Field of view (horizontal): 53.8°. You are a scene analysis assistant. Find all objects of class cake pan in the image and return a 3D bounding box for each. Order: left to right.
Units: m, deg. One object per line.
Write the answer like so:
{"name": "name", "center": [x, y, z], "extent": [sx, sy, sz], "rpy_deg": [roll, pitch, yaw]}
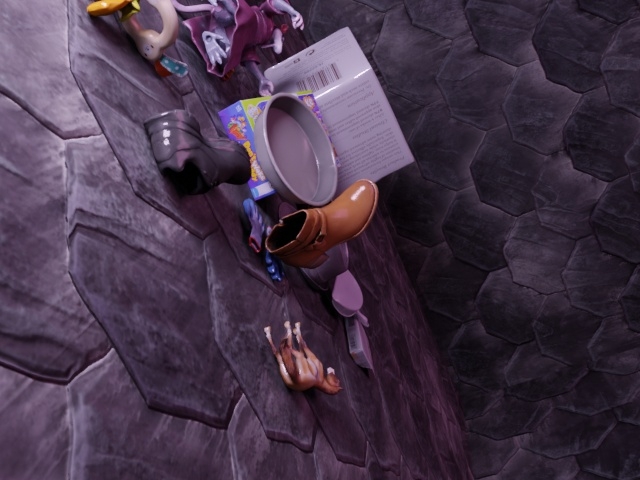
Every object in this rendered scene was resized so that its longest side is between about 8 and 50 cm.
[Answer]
{"name": "cake pan", "center": [-0.061, -0.217, 1.557], "extent": [0.293, 0.054, 0.293], "rpy_deg": [31, 50, -45]}

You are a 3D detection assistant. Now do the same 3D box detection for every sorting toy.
{"name": "sorting toy", "center": [-0.251, -0.468, 1.654], "extent": [0.061, 0.042, 0.102], "rpy_deg": [3, 66, -75]}

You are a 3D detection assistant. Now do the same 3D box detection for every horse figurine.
{"name": "horse figurine", "center": [-0.041, 0.258, 1.344], "extent": [0.174, 0.066, 0.263], "rpy_deg": [66, 10, 16]}

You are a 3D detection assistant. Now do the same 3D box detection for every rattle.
{"name": "rattle", "center": [-0.328, -0.359, 1.159], "extent": [0.142, 0.130, 0.199], "rpy_deg": [-79, 174, -46]}

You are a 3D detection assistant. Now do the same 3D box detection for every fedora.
{"name": "fedora", "center": [0.000, 0.000, 1.750], "extent": [0.244, 0.124, 0.275], "rpy_deg": [-40, 108, -76]}

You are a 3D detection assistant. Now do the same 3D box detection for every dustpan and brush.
{"name": "dustpan and brush", "center": [0.093, 0.185, 1.863], "extent": [0.211, 0.060, 0.147], "rpy_deg": [43, 38, -24]}

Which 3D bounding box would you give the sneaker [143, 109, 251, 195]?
{"name": "sneaker", "center": [-0.224, -0.138, 1.190], "extent": [0.286, 0.109, 0.130], "rpy_deg": [20, 56, -60]}

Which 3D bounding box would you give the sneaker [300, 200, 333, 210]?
{"name": "sneaker", "center": [-0.016, -0.132, 1.936], "extent": [0.118, 0.107, 0.279], "rpy_deg": [0, 70, -81]}

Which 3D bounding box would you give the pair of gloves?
{"name": "pair of gloves", "center": [-0.131, 0.002, 1.459], "extent": [0.159, 0.023, 0.198], "rpy_deg": [-98, 165, -48]}

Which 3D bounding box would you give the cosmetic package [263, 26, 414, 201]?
{"name": "cosmetic package", "center": [0.058, -0.407, 2.081], "extent": [0.393, 0.329, 0.327], "rpy_deg": [58, 10, -40]}

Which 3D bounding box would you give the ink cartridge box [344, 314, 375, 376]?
{"name": "ink cartridge box", "center": [0.120, 0.323, 1.935], "extent": [0.179, 0.045, 0.145], "rpy_deg": [69, 9, -47]}

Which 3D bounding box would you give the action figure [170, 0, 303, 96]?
{"name": "action figure", "center": [-0.204, -0.532, 1.603], "extent": [0.276, 0.248, 0.370], "rpy_deg": [38, 26, 6]}

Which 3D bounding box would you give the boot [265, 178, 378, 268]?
{"name": "boot", "center": [0.003, -0.054, 1.481], "extent": [0.109, 0.283, 0.220], "rpy_deg": [52, 11, 25]}

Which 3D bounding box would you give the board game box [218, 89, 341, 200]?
{"name": "board game box", "center": [-0.093, -0.259, 1.655], "extent": [0.347, 0.078, 0.233], "rpy_deg": [-31, 100, -57]}
